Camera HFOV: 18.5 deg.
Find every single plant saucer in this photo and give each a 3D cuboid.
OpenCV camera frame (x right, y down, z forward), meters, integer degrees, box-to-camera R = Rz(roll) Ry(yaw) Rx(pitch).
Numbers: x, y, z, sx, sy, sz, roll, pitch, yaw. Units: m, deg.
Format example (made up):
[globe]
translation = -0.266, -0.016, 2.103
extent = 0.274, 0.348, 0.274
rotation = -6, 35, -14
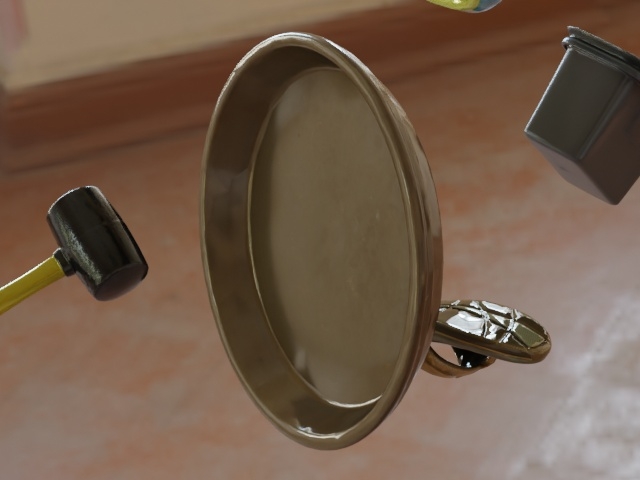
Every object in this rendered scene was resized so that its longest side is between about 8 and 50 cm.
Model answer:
[plant saucer]
translation = 0.000, 0.000, 1.310
extent = 0.041, 0.278, 0.278
rotation = -5, 22, -31

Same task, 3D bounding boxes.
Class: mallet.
[mallet]
translation = -0.182, 0.047, 1.090
extent = 0.190, 0.039, 0.062
rotation = -39, 70, -12

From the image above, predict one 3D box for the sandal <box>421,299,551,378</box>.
[sandal]
translation = 0.083, 0.071, 1.388
extent = 0.180, 0.049, 0.072
rotation = 6, 17, 33

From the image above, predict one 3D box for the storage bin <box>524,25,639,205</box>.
[storage bin]
translation = 0.222, -0.087, 1.521
extent = 0.098, 0.135, 0.091
rotation = 31, 87, 32

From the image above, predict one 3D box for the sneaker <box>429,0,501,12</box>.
[sneaker]
translation = 0.045, -0.250, 0.933
extent = 0.208, 0.127, 0.319
rotation = -29, 71, -7
